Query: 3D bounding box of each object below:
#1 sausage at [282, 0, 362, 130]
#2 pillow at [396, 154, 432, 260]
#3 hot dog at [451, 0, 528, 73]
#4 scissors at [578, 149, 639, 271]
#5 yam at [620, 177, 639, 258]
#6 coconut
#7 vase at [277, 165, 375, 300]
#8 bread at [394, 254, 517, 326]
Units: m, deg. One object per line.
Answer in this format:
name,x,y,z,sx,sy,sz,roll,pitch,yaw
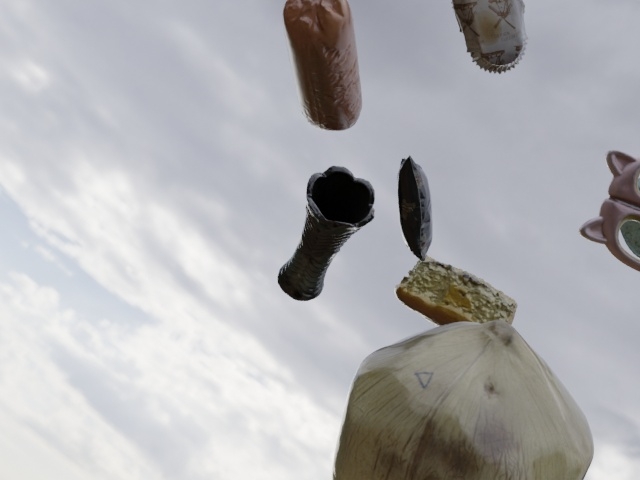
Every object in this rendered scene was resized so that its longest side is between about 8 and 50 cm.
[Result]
sausage,0.005,-0.219,1.367,0.086,0.086,0.289,32,-13,15
pillow,0.135,-0.046,1.564,0.048,0.150,0.090,-7,0,19
hot dog,0.231,-0.322,1.501,0.053,0.099,0.192,-104,176,-77
scissors,0.433,0.004,1.156,0.317,0.160,0.024,21,-4,-3
yam,0.543,-0.049,1.502,0.133,0.330,0.133,11,-75,50
coconut,0.115,0.164,0.910,0.224,0.224,0.224,31,-24,16
vase,0.000,0.000,1.700,0.115,0.115,0.237,35,-37,7
bread,0.269,0.122,2.161,0.245,0.121,0.174,23,-7,15
